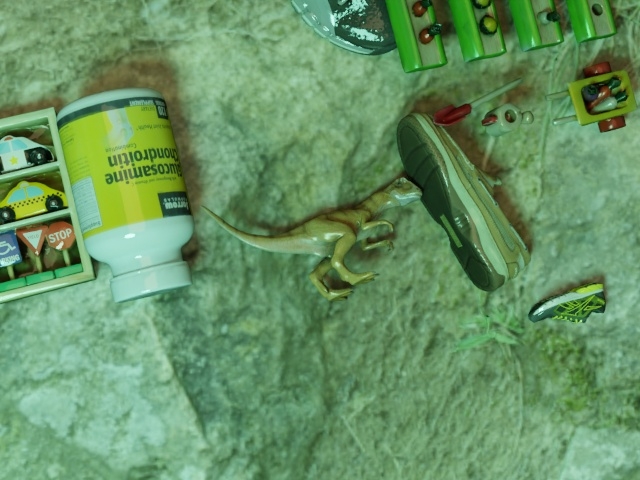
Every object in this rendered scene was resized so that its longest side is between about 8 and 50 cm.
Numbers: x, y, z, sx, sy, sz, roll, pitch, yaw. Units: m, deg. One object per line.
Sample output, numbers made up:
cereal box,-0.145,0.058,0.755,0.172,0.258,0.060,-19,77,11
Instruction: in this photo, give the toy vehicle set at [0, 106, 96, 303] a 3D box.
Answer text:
toy vehicle set,-0.358,-0.011,1.017,0.266,0.035,0.166,-15,87,-8

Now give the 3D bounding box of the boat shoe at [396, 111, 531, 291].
boat shoe,0.143,-0.047,1.070,0.072,0.068,0.190,-31,97,-22

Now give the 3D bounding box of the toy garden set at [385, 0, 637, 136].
toy garden set,0.196,-0.193,1.061,0.244,0.049,0.204,-14,88,-22

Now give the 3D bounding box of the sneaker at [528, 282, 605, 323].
sneaker,0.247,0.068,1.080,0.083,0.031,0.035,-20,88,-8

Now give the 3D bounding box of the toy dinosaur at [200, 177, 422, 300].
toy dinosaur,0.000,0.000,1.053,0.211,0.064,0.112,-16,73,-15

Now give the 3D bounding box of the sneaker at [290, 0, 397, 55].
sneaker,-0.003,-0.272,1.033,0.228,0.132,0.086,42,82,-1

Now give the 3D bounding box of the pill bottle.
pill bottle,-0.174,-0.040,1.006,0.103,0.103,0.184,-14,87,-8
